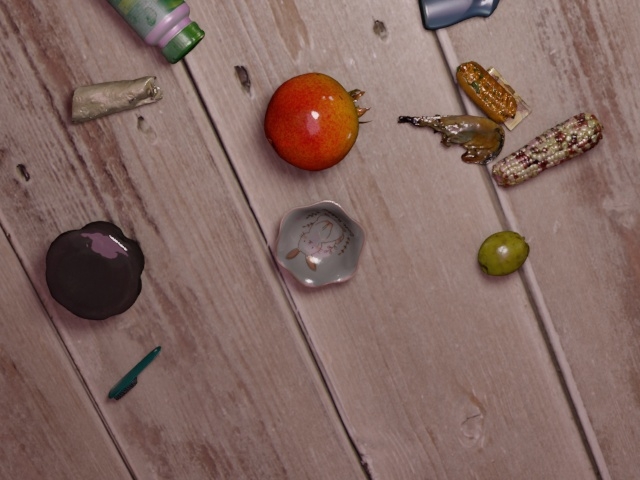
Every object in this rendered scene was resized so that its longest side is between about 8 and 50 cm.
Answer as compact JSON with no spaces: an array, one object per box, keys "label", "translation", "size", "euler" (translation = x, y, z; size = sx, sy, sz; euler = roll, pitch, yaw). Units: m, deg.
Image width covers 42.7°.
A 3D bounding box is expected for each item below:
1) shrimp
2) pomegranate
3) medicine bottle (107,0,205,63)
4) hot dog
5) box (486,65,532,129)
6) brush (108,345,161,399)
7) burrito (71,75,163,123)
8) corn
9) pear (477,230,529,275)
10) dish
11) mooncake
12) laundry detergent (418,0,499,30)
[{"label":"shrimp","translation":[0.314,-0.244,1.963],"size":[0.262,0.066,0.117],"euler":[4,104,-1]},{"label":"pomegranate","translation":[-0.003,-0.280,1.875],"size":[0.256,0.221,0.221],"euler":[-24,105,-20]},{"label":"medicine bottle","translation":[-0.387,-0.531,1.839],"size":[0.133,0.133,0.274],"euler":[-40,102,8]},{"label":"hot dog","translation":[0.392,-0.346,1.923],"size":[0.188,0.055,0.072],"euler":[42,98,-9]},{"label":"box","translation":[0.434,-0.341,1.964],"size":[0.149,0.020,0.073],"euler":[44,100,-10]},{"label":"brush","translation":[-0.470,0.344,2.106],"size":[0.193,0.043,0.032],"euler":[-42,120,7]},{"label":"burrito","translation":[-0.481,-0.337,1.922],"size":[0.226,0.060,0.087],"euler":[-11,105,2]},{"label":"corn","translation":[0.545,-0.213,1.963],"size":[0.280,0.092,0.092],"euler":[-29,103,7]},{"label":"pear","translation":[0.450,0.031,2.018],"size":[0.131,0.107,0.107],"euler":[-39,102,-1]},{"label":"dish","translation":[0.000,0.000,2.010],"size":[0.229,0.081,0.229],"euler":[0,107,0]},{"label":"mooncake","translation":[-0.543,0.071,1.985],"size":[0.245,0.133,0.245],"euler":[0,104,-2]},{"label":"laundry detergent","translation":[0.333,-0.552,1.889],"size":[0.206,0.061,0.097],"euler":[-14,96,1]}]
